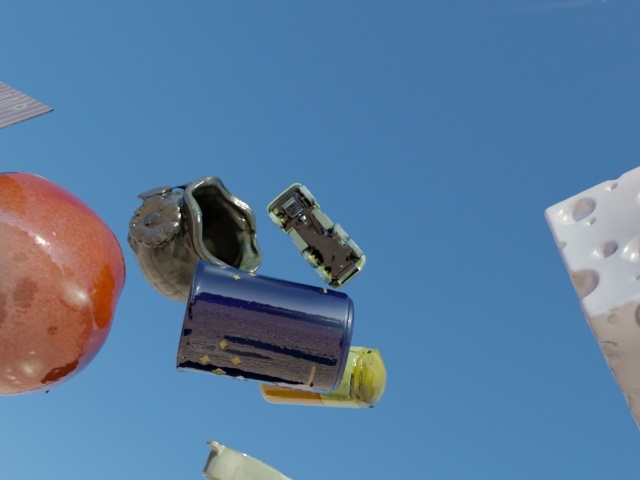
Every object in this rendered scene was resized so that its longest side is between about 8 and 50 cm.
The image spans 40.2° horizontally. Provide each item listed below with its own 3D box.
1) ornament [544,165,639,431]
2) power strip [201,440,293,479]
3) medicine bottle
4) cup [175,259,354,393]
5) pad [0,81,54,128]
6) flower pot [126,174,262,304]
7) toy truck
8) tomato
[{"bbox_3d":[0.410,0.063,0.927,0.240,0.240,0.239,-25,-67,16],"label":"ornament"},{"bbox_3d":[-0.024,0.316,1.045,0.286,0.048,0.080,36,-25,-24],"label":"power strip"},{"bbox_3d":[0.008,0.255,1.656,0.239,0.124,0.124,-1,-56,25],"label":"medicine bottle"},{"bbox_3d":[-0.089,0.139,1.422,0.256,0.255,0.178,12,-87,-6],"label":"cup"},{"bbox_3d":[-0.558,-0.199,1.364,0.300,0.202,0.005,28,-44,51],"label":"pad"},{"bbox_3d":[-0.293,-0.008,2.007,0.213,0.302,0.302,-26,-69,24],"label":"flower pot"},{"bbox_3d":[0.000,0.000,1.495,0.191,0.085,0.116,48,-1,18],"label":"toy truck"},{"bbox_3d":[-0.479,0.063,1.344,0.341,0.341,0.273,-1,-27,30],"label":"tomato"}]
